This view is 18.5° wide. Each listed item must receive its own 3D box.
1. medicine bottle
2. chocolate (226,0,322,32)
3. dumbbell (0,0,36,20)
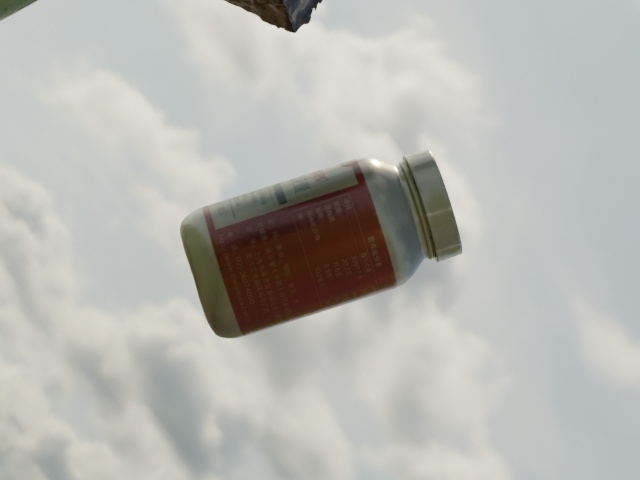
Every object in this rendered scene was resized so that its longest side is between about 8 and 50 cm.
[{"bbox_3d":[0.000,0.000,1.860,0.131,0.250,0.131,162,-90,-89],"label":"medicine bottle"},{"bbox_3d":[0.000,-0.353,1.826,0.112,0.321,0.112,21,-23,25],"label":"chocolate"},{"bbox_3d":[-0.193,-0.202,1.394,0.108,0.302,0.121,60,-16,-12],"label":"dumbbell"}]
